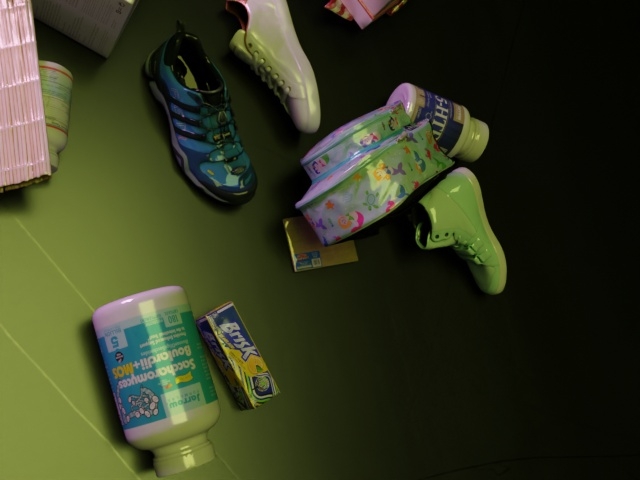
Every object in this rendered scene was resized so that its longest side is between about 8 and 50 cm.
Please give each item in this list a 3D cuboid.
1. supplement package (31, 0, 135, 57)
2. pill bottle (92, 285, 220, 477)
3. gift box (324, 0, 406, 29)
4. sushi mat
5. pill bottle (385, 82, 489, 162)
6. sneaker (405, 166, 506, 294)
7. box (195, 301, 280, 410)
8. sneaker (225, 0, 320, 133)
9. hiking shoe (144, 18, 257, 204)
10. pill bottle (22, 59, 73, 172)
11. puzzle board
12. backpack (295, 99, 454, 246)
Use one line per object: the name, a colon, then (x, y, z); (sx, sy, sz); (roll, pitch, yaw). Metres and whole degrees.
supplement package: (-0.394, -0.466, 1.325); (0.262, 0.199, 0.198); (28, 66, -17)
pill bottle: (-0.236, 0.210, 1.260); (0.146, 0.146, 0.264); (-15, 84, -28)
gift box: (0.104, -0.567, 1.556); (0.276, 0.258, 0.255); (-36, 94, -27)
sushi mat: (-0.488, -0.221, 1.261); (0.151, 0.019, 0.317); (-13, 74, 4)
pill bottle: (0.221, -0.217, 1.608); (0.186, 0.112, 0.112); (17, 70, -21)
sneaker: (0.245, 0.010, 1.560); (0.151, 0.094, 0.256); (-30, 108, -24)
box: (-0.135, 0.187, 1.363); (0.054, 0.059, 0.169); (-29, 91, -31)
sneaker: (-0.092, -0.312, 1.497); (0.123, 0.106, 0.290); (-16, 77, -19)
hiking shoe: (-0.193, -0.199, 1.392); (0.113, 0.132, 0.304); (-31, 92, -28)
pill bottle: (-0.432, -0.188, 1.300); (0.087, 0.087, 0.160); (7, 75, -24)
puzzle board: (0.000, 0.000, 1.504); (0.128, 0.011, 0.097); (-9, 82, -27)
backpack: (0.077, -0.106, 1.422); (0.191, 0.225, 0.253); (53, 44, -9)
